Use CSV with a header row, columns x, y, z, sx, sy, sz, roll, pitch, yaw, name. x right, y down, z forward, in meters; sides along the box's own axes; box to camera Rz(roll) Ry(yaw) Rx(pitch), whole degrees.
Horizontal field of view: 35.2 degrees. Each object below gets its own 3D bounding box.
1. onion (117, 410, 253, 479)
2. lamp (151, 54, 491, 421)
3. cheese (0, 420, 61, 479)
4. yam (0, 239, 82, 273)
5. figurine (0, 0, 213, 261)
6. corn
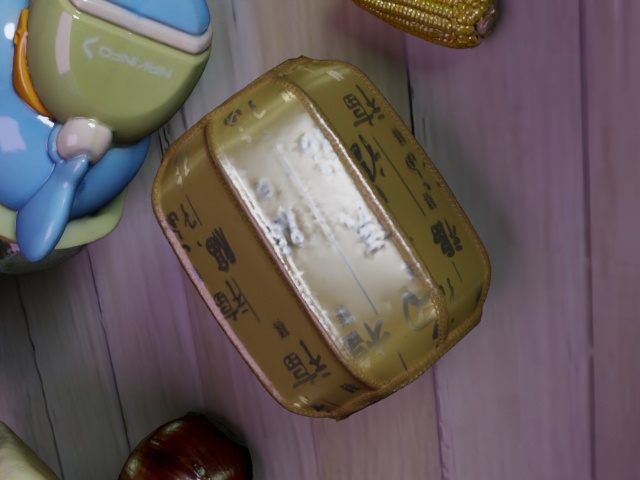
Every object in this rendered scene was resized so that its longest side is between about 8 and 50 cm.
x,y,z,sx,sy,sz,roll,pitch,yaw,name
-0.114,0.202,0.801,0.118,0.118,0.117,15,123,33,onion
0.000,0.000,0.582,0.161,0.161,0.185,-35,91,43,lamp
-0.185,0.310,0.843,0.384,0.104,0.384,39,161,16,cheese
-0.271,-0.053,0.824,0.078,0.078,0.179,-32,90,43,yam
-0.171,-0.109,0.691,0.180,0.154,0.262,42,114,27,figurine
0.053,-0.132,0.555,0.092,0.037,0.037,31,127,24,corn
